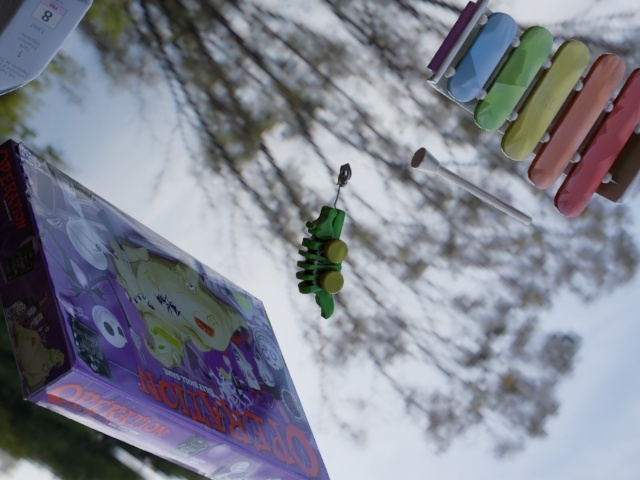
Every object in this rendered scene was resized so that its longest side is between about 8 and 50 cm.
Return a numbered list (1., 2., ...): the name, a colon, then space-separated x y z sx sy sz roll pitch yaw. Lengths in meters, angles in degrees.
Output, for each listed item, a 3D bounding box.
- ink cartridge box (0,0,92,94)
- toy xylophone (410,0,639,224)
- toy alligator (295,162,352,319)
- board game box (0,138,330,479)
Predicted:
1. ink cartridge box: -0.278 -0.182 1.246 0.232 0.066 0.189 -51 -158 27
2. toy xylophone: 0.254 -0.143 1.669 0.236 0.323 0.081 -65 -159 7
3. toy alligator: 0.000 0.000 1.640 0.056 0.051 0.189 -155 -111 -64
4. board game box: -0.120 0.078 1.065 0.056 0.347 0.208 -30 -124 17
